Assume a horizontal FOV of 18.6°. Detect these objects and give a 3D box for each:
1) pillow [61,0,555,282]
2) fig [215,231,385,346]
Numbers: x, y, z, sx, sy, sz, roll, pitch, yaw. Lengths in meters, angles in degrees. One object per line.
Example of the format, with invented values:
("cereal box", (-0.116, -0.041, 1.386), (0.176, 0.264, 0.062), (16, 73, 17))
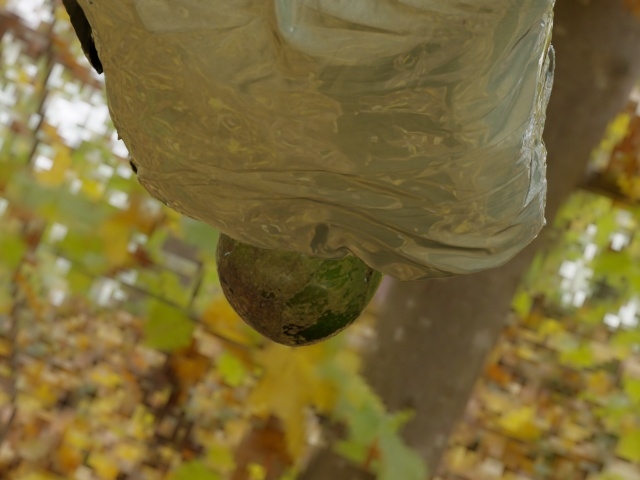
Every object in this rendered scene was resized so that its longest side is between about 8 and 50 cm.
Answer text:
("pillow", (-0.008, -0.095, 1.081), (0.283, 0.138, 0.310), (9, -31, 10))
("fig", (0.000, 0.000, 1.364), (0.123, 0.123, 0.156), (31, -51, -27))
